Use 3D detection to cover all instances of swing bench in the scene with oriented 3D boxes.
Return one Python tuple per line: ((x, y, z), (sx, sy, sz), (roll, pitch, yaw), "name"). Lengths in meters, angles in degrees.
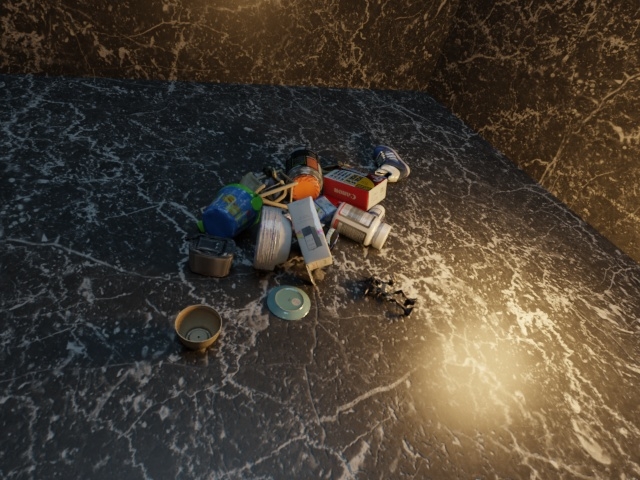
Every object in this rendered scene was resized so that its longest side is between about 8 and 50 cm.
((-0.281, -0.256, 2.098), (0.254, 0.165, 0.253), (-6, 26, -24), "swing bench")

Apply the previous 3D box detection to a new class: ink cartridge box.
((0.176, -0.293, 2.318), (0.309, 0.130, 0.272), (23, 40, 29), "ink cartridge box")
((-0.034, 0.009, 1.795), (0.119, 0.207, 0.353), (-18, 79, -1), "ink cartridge box")

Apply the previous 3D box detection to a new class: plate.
((-0.133, 0.258, 1.737), (0.188, 0.024, 0.188), (9, 40, -8), "plate")

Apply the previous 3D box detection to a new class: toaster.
((-0.477, 0.066, 1.747), (0.227, 0.146, 0.129), (10, 41, -8), "toaster")

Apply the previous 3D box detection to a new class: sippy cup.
((-0.423, -0.117, 1.875), (0.240, 0.305, 0.224), (31, 32, -1), "sippy cup")

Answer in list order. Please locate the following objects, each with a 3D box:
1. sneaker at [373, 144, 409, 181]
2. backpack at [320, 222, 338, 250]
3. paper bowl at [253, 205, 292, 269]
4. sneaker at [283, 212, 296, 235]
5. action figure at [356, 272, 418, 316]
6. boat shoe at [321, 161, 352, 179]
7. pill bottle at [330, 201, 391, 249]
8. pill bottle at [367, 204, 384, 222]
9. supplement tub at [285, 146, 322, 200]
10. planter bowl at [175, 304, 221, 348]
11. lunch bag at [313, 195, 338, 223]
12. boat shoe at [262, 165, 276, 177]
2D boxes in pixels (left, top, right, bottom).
((0.415, -0.509, 2.679), (0.236, 0.130, 0.323), (-21, 58, -40), "sneaker")
((0.000, 0.000, 1.994), (0.158, 0.117, 0.173), (24, 42, 10), "backpack")
((-0.209, -0.007, 1.808), (0.148, 0.284, 0.284), (7, 42, -9), "paper bowl")
((-0.128, -0.060, 2.036), (0.161, 0.102, 0.282), (36, 45, 17), "sneaker")
((0.304, 0.219, 1.834), (0.275, 0.141, 0.164), (31, 44, 11), "action figure")
((0.100, -0.430, 2.524), (0.285, 0.089, 0.104), (-27, 56, -39), "boat shoe")
((0.210, -0.072, 2.108), (0.283, 0.161, 0.161), (26, 42, 11), "pill bottle")
((0.299, -0.127, 2.248), (0.094, 0.094, 0.169), (25, 41, 11), "pill bottle")
((-0.095, -0.368, 2.288), (0.207, 0.207, 0.338), (8, 37, -10), "supplement tub")
((-0.447, 0.333, 1.489), (0.162, 0.109, 0.162), (9, 41, -8), "planter bowl")
((-0.002, -0.154, 2.190), (0.151, 0.096, 0.129), (-31, 60, -23), "lunch bag")
((-0.257, -0.340, 2.038), (0.049, 0.056, 0.152), (-14, 18, -16), "boat shoe")
